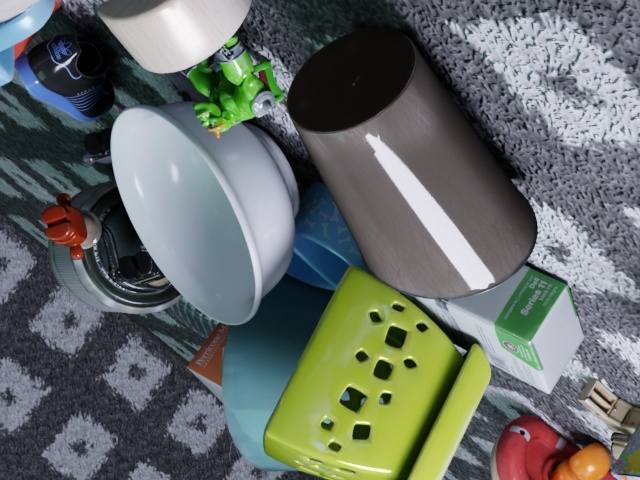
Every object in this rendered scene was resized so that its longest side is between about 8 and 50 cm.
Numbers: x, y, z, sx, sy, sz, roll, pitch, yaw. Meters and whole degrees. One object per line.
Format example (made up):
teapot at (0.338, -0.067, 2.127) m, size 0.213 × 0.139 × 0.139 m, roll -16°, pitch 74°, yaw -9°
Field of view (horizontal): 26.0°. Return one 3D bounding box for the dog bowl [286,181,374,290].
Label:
dog bowl at (0.000, 0.000, 1.826) m, size 0.166 × 0.074 × 0.297 m, roll 42°, pitch 163°, yaw -25°

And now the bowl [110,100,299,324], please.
bowl at (-0.121, -0.055, 1.709) m, size 0.298 × 0.134 × 0.298 m, roll 38°, pitch 145°, yaw 33°

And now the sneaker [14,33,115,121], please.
sneaker at (-0.309, -0.216, 1.825) m, size 0.081 × 0.090 × 0.232 m, roll 66°, pitch -167°, yaw 8°

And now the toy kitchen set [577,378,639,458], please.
toy kitchen set at (0.367, 0.225, 1.727) m, size 0.075 × 0.068 × 0.083 m, roll 41°, pitch 164°, yaw -19°

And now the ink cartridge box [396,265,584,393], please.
ink cartridge box at (0.188, 0.073, 1.611) m, size 0.208 × 0.087 × 0.153 m, roll 27°, pitch 164°, yaw 28°

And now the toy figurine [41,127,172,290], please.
toy figurine at (-0.277, -0.047, 2.034) m, size 0.213 × 0.209 × 0.148 m, roll 26°, pitch 180°, yaw 11°

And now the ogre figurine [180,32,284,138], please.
ogre figurine at (-0.102, -0.178, 1.470) m, size 0.197 × 0.097 × 0.118 m, roll -20°, pitch 107°, yaw 54°

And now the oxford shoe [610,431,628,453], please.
oxford shoe at (0.462, 0.321, 1.771) m, size 0.227 × 0.096 × 0.083 m, roll 31°, pitch 167°, yaw 23°

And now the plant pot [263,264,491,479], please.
plant pot at (0.071, 0.191, 1.649) m, size 0.207 × 0.228 × 0.227 m, roll 27°, pitch 166°, yaw 5°

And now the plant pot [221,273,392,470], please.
plant pot at (0.041, 0.189, 1.951) m, size 0.235 × 0.293 × 0.293 m, roll 1°, pitch 148°, yaw 30°

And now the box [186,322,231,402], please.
box at (-0.008, 0.223, 2.266) m, size 0.345 × 0.215 × 0.168 m, roll 23°, pitch 161°, yaw 38°

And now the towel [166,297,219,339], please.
towel at (-0.190, 0.137, 2.586) m, size 0.235 × 0.121 × 0.283 m, roll 33°, pitch 165°, yaw 13°

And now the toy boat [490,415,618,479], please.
toy boat at (0.365, 0.341, 2.025) m, size 0.231 × 0.151 × 0.151 m, roll 35°, pitch 135°, yaw 0°

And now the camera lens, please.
camera lens at (-0.322, 0.009, 2.277) m, size 0.219 × 0.219 × 0.274 m, roll 40°, pitch 165°, yaw -17°

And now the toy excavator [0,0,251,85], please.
toy excavator at (-0.305, -0.283, 1.383) m, size 0.222 × 0.445 × 0.433 m, roll 50°, pitch -159°, yaw -47°

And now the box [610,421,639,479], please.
box at (0.480, 0.233, 1.289) m, size 0.279 × 0.177 × 0.290 m, roll 37°, pitch 166°, yaw -10°

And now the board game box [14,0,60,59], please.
board game box at (-0.516, -0.236, 1.747) m, size 0.242 × 0.316 × 0.064 m, roll 26°, pitch 162°, yaw 29°

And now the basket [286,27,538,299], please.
basket at (0.076, -0.074, 1.290) m, size 0.204 × 0.154 × 0.227 m, roll 20°, pitch 156°, yaw 42°
